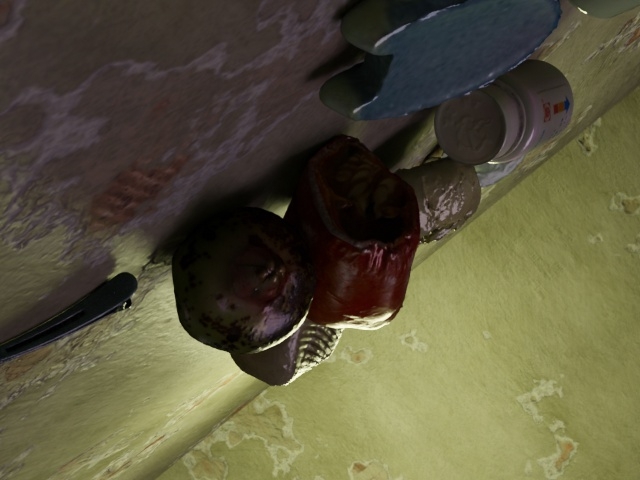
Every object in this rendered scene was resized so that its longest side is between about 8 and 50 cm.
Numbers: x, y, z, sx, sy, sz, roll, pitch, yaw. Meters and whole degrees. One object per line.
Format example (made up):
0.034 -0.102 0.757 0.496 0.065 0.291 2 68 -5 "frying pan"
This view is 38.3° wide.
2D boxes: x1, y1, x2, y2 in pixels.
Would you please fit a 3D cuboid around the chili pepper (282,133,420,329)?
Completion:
0.056 -0.015 1.447 0.229 0.251 0.305 0 152 -12 "chili pepper"

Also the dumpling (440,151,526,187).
0.347 -0.208 1.921 0.219 0.108 0.153 -31 140 8 "dumpling"

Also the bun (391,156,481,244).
0.178 -0.065 1.720 0.259 0.152 0.259 -19 -177 1 "bun"

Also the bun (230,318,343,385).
-0.074 0.127 1.694 0.281 0.204 0.282 -46 149 -39 "bun"

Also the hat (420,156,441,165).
0.312 -0.199 2.033 0.173 0.144 0.166 24 161 -36 "hat"

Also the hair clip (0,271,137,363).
-0.345 0.115 1.212 0.229 0.039 0.070 -31 168 -30 "hair clip"

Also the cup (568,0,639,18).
0.439 -0.440 1.228 0.234 0.186 0.258 -40 -160 58 "cup"

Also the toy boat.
0.142 -0.268 1.129 0.329 0.123 0.215 -22 156 -21 "toy boat"

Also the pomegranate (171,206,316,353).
-0.100 0.050 1.288 0.214 0.214 0.248 -35 -179 -20 "pomegranate"

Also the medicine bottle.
0.332 -0.229 1.661 0.170 0.170 0.293 -46 167 36 "medicine bottle"
